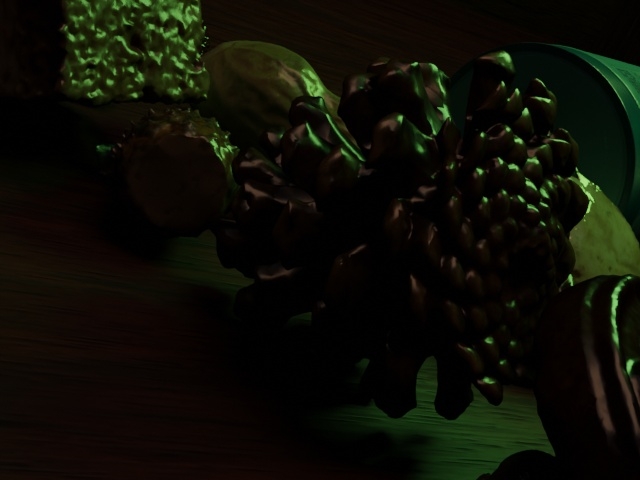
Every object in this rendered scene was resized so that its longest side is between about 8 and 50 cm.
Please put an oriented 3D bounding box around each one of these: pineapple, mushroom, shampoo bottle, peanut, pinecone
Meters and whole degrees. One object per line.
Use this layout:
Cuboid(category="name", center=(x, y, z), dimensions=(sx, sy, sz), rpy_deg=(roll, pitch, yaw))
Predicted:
Cuboid(category="pineapple", center=(-0.176, -0.096, 1.364), dimensions=(0.170, 0.141, 0.310), rpy_deg=(-3, 14, -7))
Cuboid(category="mushroom", center=(0.197, 0.248, 1.063), dimensions=(0.127, 0.087, 0.127), rpy_deg=(35, 32, -26))
Cuboid(category="mushroom", center=(0.277, 0.054, 1.466), dimensions=(0.189, 0.195, 0.253), rpy_deg=(-35, 99, -46))
Cuboid(category="shampoo bottle", center=(0.371, -0.115, 1.750), dimensions=(0.331, 0.331, 0.343), rpy_deg=(38, 23, 28))
Cuboid(category="peanut", center=(-0.033, -0.151, 1.500), dimensions=(0.313, 0.152, 0.152), rpy_deg=(38, 23, 14))
Cuboid(category="pinecone", center=(0.062, -0.010, 1.165), dimensions=(0.384, 0.384, 0.384), rpy_deg=(23, 21, -9))

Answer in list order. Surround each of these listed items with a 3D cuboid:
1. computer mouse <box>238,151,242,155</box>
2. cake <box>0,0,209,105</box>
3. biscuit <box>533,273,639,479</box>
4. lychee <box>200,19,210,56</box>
Cuboid(category="computer mouse", center=(-0.035, -0.120, 1.647), dimensions=(0.231, 0.079, 0.128), rpy_deg=(16, 22, -33))
Cuboid(category="cake", center=(-0.314, -0.281, 1.380), dimensions=(0.290, 0.255, 0.282), rpy_deg=(2, 6, 34))
Cuboid(category="biscuit", center=(0.339, 0.209, 1.049), dimensions=(0.407, 0.091, 0.407), rpy_deg=(39, 33, -31))
Cuboid(category="lychee", center=(-0.230, -0.307, 1.813), dimensions=(0.129, 0.123, 0.123), rpy_deg=(49, 15, -16))
